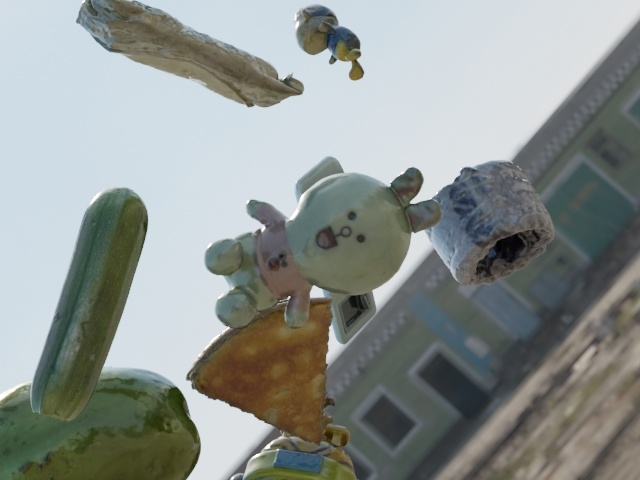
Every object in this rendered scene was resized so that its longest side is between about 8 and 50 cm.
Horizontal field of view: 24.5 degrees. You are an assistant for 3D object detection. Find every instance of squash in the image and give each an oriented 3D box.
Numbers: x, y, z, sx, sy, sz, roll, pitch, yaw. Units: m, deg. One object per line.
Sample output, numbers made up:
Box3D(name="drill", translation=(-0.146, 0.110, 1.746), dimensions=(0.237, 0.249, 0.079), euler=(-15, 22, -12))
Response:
Box3D(name="squash", translation=(-0.212, 0.056, 1.363), dimensions=(0.066, 0.066, 0.229), euler=(103, -177, -74))

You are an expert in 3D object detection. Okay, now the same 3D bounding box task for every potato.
Box3D(name="potato", translation=(-0.294, 0.259, 1.727), dimensions=(0.304, 0.216, 0.216), euler=(-18, -15, -12))

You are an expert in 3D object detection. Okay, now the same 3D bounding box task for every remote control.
Box3D(name="remote control", translation=(0.020, 0.016, 2.292), dimensions=(0.103, 0.051, 0.293), euler=(-42, -53, -41))

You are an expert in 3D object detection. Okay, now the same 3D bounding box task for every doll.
Box3D(name="doll", translation=(-0.004, 0.003, 1.650), dimensions=(0.275, 0.155, 0.113), euler=(-24, -5, -7))
Box3D(name="doll", translation=(0.009, -0.347, 2.541), dimensions=(0.089, 0.179, 0.102), euler=(-29, -37, -13))

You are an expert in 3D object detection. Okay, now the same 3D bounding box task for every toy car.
Box3D(name="toy car", translation=(-0.018, 0.353, 1.993), dimensions=(0.142, 0.200, 0.248), euler=(-70, -13, -48))

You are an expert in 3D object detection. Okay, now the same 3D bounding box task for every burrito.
Box3D(name="burrito", translation=(-0.145, -0.212, 1.680), dimensions=(0.082, 0.275, 0.059), euler=(-14, 59, 56))

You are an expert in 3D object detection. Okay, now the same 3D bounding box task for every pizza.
Box3D(name="pizza", translation=(-0.056, 0.170, 1.811), dimensions=(0.201, 0.193, 0.053), euler=(-22, 20, -4))

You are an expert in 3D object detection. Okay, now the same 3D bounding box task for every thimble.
Box3D(name="thimble", translation=(0.308, -0.030, 2.702), dimensions=(0.217, 0.157, 0.245), euler=(-36, -23, 6))
